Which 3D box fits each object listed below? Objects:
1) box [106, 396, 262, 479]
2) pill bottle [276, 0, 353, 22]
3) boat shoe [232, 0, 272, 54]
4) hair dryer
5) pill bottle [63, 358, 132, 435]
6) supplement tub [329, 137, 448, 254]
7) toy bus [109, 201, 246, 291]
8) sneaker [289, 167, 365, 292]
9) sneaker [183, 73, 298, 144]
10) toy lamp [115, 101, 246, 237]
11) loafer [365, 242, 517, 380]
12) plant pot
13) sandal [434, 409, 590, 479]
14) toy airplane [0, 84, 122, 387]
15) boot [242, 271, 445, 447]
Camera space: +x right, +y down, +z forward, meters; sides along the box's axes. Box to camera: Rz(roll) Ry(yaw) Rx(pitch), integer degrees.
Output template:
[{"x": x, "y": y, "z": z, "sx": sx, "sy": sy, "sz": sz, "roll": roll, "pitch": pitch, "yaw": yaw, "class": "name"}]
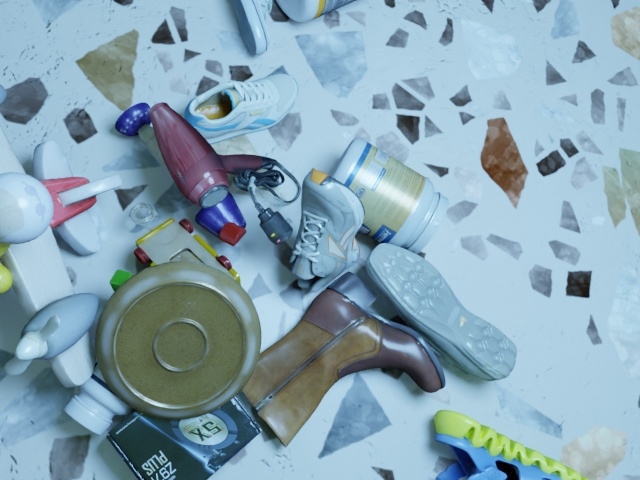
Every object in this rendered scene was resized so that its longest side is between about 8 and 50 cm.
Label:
[{"x": -0.207, "y": 0.294, "z": 0.895, "sx": 0.180, "sy": 0.077, "sz": 0.147, "roll": -37, "pitch": 87, "yaw": -20, "class": "box"}, {"x": 0.046, "y": -0.548, "z": 1.135, "sx": 0.279, "sy": 0.162, "sz": 0.162, "roll": -31, "pitch": 85, "yaw": -19, "class": "pill bottle"}, {"x": -0.127, "y": -0.462, "z": 1.110, "sx": 0.076, "sy": 0.083, "sz": 0.226, "roll": -17, "pitch": 80, "yaw": -16, "class": "boat shoe"}, {"x": -0.164, "y": -0.116, "z": 0.964, "sx": 0.294, "sy": 0.223, "sz": 0.080, "roll": 38, "pitch": 113, "yaw": -19, "class": "hair dryer"}, {"x": -0.303, "y": 0.204, "z": 0.886, "sx": 0.094, "sy": 0.094, "sz": 0.169, "roll": 37, "pitch": 71, "yaw": -2, "class": "pill bottle"}, {"x": 0.110, "y": -0.074, "z": 1.035, "sx": 0.200, "sy": 0.144, "sz": 0.144, "roll": 31, "pitch": 71, "yaw": -4, "class": "supplement tub"}, {"x": -0.219, "y": 0.050, "z": 0.939, "sx": 0.191, "sy": 0.104, "sz": 0.202, "roll": 3, "pitch": 53, "yaw": -1, "class": "toy bus"}, {"x": 0.000, "y": 0.000, "z": 0.929, "sx": 0.099, "sy": 0.262, "sz": 0.121, "roll": 31, "pitch": 65, "yaw": 25, "class": "sneaker"}, {"x": -0.135, "y": -0.244, "z": 1.047, "sx": 0.229, "sy": 0.092, "sz": 0.087, "roll": -29, "pitch": 82, "yaw": -20, "class": "sneaker"}, {"x": -0.232, "y": -0.114, "z": 0.996, "sx": 0.080, "sy": 0.080, "sz": 0.274, "roll": -40, "pitch": 89, "yaw": -20, "class": "toy lamp"}, {"x": 0.196, "y": 0.133, "z": 1.017, "sx": 0.319, "sy": 0.111, "sz": 0.112, "roll": 44, "pitch": 59, "yaw": -3, "class": "loafer"}, {"x": -0.200, "y": 0.148, "z": 0.835, "sx": 0.237, "sy": 0.032, "sz": 0.236, "roll": -1, "pitch": 95, "yaw": -13, "class": "plant pot"}, {"x": 0.319, "y": 0.408, "z": 0.981, "sx": 0.318, "sy": 0.126, "sz": 0.138, "roll": 24, "pitch": 75, "yaw": 2, "class": "sandal"}, {"x": -0.418, "y": -0.029, "z": 0.774, "sx": 0.386, "sy": 0.273, "sz": 0.384, "roll": 33, "pitch": 58, "yaw": -40, "class": "toy airplane"}, {"x": 0.036, "y": 0.229, "z": 0.964, "sx": 0.280, "sy": 0.096, "sz": 0.264, "roll": -43, "pitch": 89, "yaw": -19, "class": "boot"}]
